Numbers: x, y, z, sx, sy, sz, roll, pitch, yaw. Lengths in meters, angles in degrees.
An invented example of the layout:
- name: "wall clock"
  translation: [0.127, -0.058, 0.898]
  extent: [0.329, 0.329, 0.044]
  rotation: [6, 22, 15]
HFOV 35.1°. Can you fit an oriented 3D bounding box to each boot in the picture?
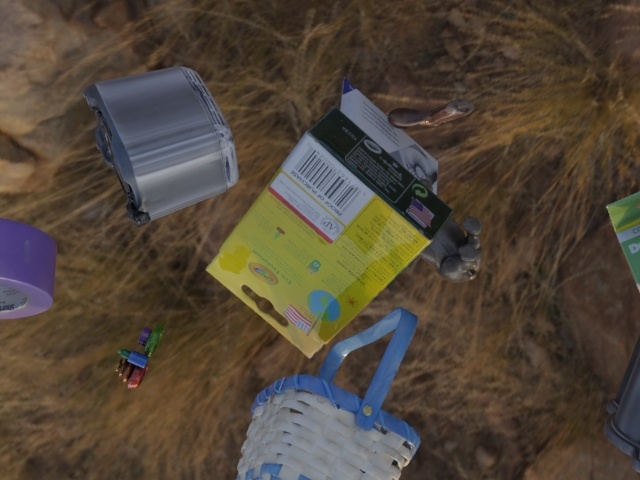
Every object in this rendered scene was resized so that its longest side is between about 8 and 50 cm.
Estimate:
- name: "boot"
  translation: [0.181, -0.209, 1.654]
  extent: [0.114, 0.106, 0.037]
  rotation: [-6, 90, 60]

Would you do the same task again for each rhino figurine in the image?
- name: "rhino figurine"
  translation: [0.138, -0.030, 1.427]
  extent: [0.243, 0.073, 0.106]
  rotation: [42, 159, 26]

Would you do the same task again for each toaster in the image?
- name: "toaster"
  translation: [-0.197, -0.122, 1.271]
  extent: [0.129, 0.146, 0.227]
  rotation: [85, 160, -46]

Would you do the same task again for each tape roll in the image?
- name: "tape roll"
  translation: [-0.440, 0.038, 1.308]
  extent: [0.189, 0.189, 0.080]
  rotation: [-16, 64, 32]

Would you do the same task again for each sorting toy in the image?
- name: "sorting toy"
  translation: [-0.252, 0.154, 1.384]
  extent: [0.042, 0.061, 0.102]
  rotation: [25, 94, 0]

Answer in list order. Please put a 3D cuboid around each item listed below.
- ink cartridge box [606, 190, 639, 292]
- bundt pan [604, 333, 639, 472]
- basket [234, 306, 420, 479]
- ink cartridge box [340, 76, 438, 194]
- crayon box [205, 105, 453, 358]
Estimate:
- name: "ink cartridge box"
  translation: [0.334, 0.010, 0.916]
  extent: [0.109, 0.209, 0.062]
  rotation: [-23, 63, 15]
- name: "bundt pan"
  translation: [0.388, 0.116, 0.756]
  extent: [0.331, 0.331, 0.124]
  rotation: [11, 102, 23]
- name: "basket"
  translation: [0.016, 0.236, 1.309]
  extent: [0.201, 0.289, 0.255]
  rotation: [27, 155, -10]
- name: "ink cartridge box"
  translation: [0.118, -0.154, 1.734]
  extent: [0.045, 0.224, 0.223]
  rotation: [-30, 128, 33]
- name: "crayon box"
  translation: [0.000, 0.000, 1.325]
  extent: [0.202, 0.081, 0.318]
  rotation: [42, 134, -1]
